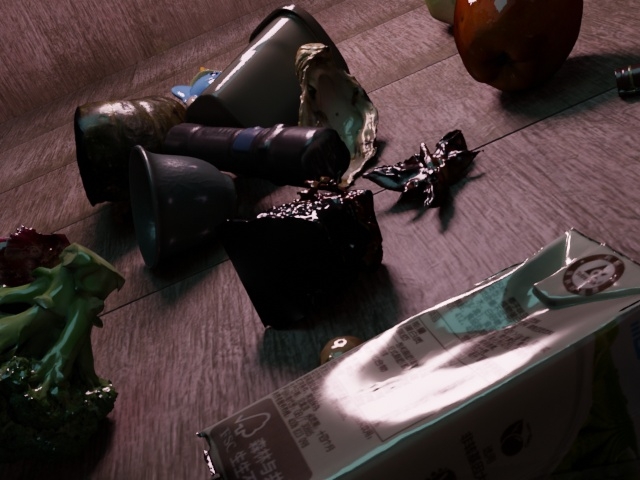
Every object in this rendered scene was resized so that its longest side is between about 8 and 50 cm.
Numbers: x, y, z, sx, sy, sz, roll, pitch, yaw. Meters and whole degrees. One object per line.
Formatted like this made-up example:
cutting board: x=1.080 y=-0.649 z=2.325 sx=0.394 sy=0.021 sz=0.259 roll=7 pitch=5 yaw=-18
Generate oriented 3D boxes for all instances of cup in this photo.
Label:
cup: x=-0.214 y=-0.060 z=1.386 sx=0.150 sy=0.199 sz=0.199 roll=-7 pitch=18 yaw=-21

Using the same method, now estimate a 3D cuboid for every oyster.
oyster: x=0.011 y=-0.198 z=1.458 sx=0.094 sy=0.166 sz=0.294 roll=-40 pitch=31 yaw=46

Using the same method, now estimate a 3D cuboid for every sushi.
sushi: x=0.000 y=0.000 z=1.084 sx=0.150 sy=0.153 sz=0.172 roll=-23 pitch=-5 yaw=-45

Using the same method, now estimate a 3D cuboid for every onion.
onion: x=-0.510 y=0.057 z=1.431 sx=0.198 sy=0.135 sz=0.173 roll=-11 pitch=-8 yaw=32

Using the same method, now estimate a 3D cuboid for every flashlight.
flashlight: x=-0.124 y=-0.144 z=1.418 sx=0.103 sy=0.103 sz=0.424 roll=-40 pitch=31 yaw=-30

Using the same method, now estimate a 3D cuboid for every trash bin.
trash bin: x=-0.102 y=-0.267 z=1.607 sx=0.250 sy=0.219 sz=0.220 roll=-48 pitch=11 yaw=-28

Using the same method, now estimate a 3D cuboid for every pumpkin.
pumpkin: x=-0.343 y=-0.156 z=1.659 sx=0.232 sy=0.242 sz=0.325 roll=-3 pitch=10 yaw=-7

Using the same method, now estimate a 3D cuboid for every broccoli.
broccoli: x=-0.342 y=0.122 z=0.999 sx=0.270 sy=0.270 sz=0.270 roll=-52 pitch=28 yaw=-1

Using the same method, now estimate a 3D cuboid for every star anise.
star anise: x=0.144 y=-0.098 z=1.251 sx=0.157 sy=0.053 sz=0.212 roll=-1 pitch=35 yaw=39

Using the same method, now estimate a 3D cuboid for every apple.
apple: x=0.322 y=-0.358 z=1.422 sx=0.234 sy=0.234 sz=0.234 roll=-20 pitch=25 yaw=10

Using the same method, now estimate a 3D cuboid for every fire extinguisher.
fire extinguisher: x=0.504 y=-0.244 z=1.231 sx=0.158 sy=0.043 sz=0.064 roll=-11 pitch=42 yaw=27

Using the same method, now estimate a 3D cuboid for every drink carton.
drink carton: x=0.102 y=0.156 z=0.612 sx=0.325 sy=0.194 sz=0.132 roll=-28 pitch=27 yaw=-8

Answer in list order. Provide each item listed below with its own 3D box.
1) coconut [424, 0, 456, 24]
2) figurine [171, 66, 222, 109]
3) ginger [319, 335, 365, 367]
coconut: x=0.330 y=-0.574 z=1.865 sx=0.236 sy=0.236 sz=0.204 roll=-21 pitch=59 yaw=6
figurine: x=-0.205 y=-0.282 z=1.859 sx=0.180 sy=0.153 sz=0.262 roll=-22 pitch=40 yaw=-17
ginger: x=0.015 y=0.166 z=0.811 sx=0.104 sy=0.080 sz=0.204 roll=11 pitch=30 yaw=-1
